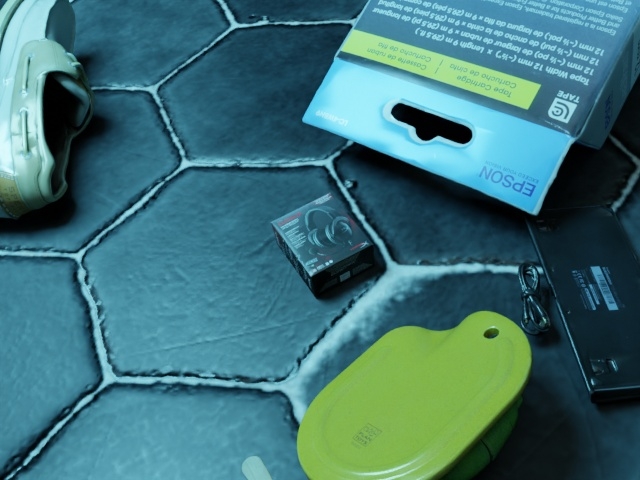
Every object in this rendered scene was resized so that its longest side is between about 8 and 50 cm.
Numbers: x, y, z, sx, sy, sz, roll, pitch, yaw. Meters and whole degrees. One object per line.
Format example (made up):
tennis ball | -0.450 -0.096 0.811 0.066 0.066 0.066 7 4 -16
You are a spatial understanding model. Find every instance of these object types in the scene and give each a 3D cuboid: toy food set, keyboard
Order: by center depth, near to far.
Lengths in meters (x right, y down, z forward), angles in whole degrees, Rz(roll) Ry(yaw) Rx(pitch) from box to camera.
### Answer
toy food set | 0.058 0.138 0.493 0.218 0.071 0.128 -36 30 -23
keyboard | 0.205 0.044 0.573 0.108 0.023 0.180 -4 48 -3

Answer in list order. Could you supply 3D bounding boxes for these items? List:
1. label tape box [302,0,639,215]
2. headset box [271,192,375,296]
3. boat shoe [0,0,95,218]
label tape box | 0.179 -0.200 0.711 0.249 0.115 0.348 25 81 27
headset box | 0.000 0.000 0.636 0.062 0.032 0.083 -26 52 -13
boat shoe | -0.294 -0.151 0.771 0.103 0.113 0.302 -2 60 6
